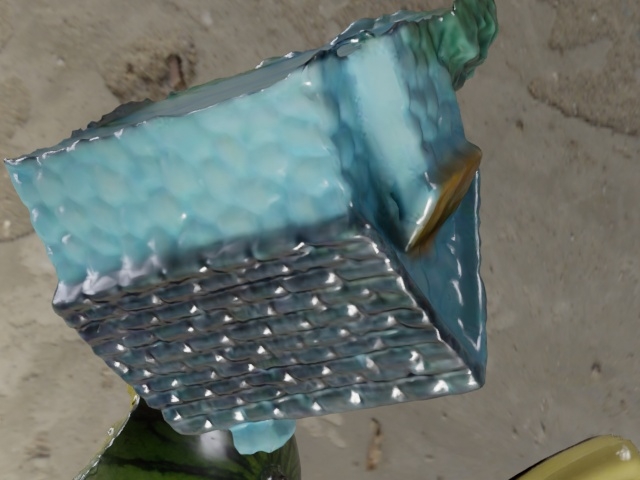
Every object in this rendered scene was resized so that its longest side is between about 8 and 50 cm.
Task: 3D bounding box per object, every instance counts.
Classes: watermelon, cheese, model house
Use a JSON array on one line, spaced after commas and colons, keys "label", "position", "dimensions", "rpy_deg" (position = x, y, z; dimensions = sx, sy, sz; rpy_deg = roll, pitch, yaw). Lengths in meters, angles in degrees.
[{"label": "watermelon", "position": [-0.120, 0.259, 1.140], "dimensions": [0.189, 0.330, 0.331], "rpy_deg": [10, 81, 38]}, {"label": "cheese", "position": [0.084, 0.152, 0.569], "dimensions": [0.162, 0.086, 0.036], "rpy_deg": [-20, 44, -20]}, {"label": "model house", "position": [0.000, 0.000, 0.722], "dimensions": [0.261, 0.226, 0.241], "rpy_deg": [-13, 101, 33]}]
